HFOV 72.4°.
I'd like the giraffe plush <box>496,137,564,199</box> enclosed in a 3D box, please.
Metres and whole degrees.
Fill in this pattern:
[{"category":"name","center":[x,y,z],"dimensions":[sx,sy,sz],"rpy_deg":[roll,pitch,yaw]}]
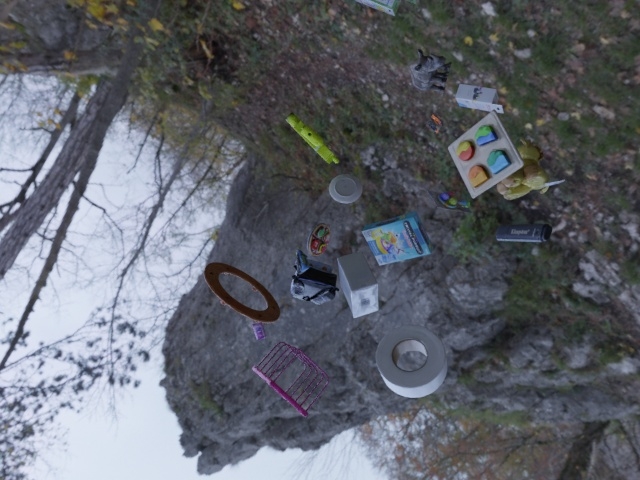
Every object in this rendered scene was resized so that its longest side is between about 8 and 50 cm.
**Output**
[{"category":"giraffe plush","center":[0.711,-0.259,1.518],"dimensions":[0.181,0.210,0.170],"rpy_deg":[69,-166,-69]}]

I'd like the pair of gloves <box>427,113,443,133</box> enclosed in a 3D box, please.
[{"category":"pair of gloves","center":[0.539,-0.547,2.047],"dimensions":[0.074,0.010,0.083],"rpy_deg":[49,161,11]}]

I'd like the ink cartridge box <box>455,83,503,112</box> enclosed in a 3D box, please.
[{"category":"ink cartridge box","center":[0.640,-0.562,1.733],"dimensions":[0.181,0.061,0.104],"rpy_deg":[20,-173,26]}]

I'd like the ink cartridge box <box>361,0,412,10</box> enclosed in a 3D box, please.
[{"category":"ink cartridge box","center":[0.217,-0.819,1.486],"dimensions":[0.209,0.062,0.109],"rpy_deg":[24,-159,4]}]

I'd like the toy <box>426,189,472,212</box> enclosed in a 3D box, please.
[{"category":"toy","center":[0.678,-0.214,2.257],"dimensions":[0.237,0.056,0.137],"rpy_deg":[10,-140,-28]}]

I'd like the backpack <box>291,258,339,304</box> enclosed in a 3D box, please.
[{"category":"backpack","center":[-0.051,0.245,2.540],"dimensions":[0.277,0.263,0.213],"rpy_deg":[21,-130,-9]}]

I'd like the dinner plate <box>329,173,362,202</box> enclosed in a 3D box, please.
[{"category":"dinner plate","center":[0.106,-0.222,1.838],"dimensions":[0.141,0.141,0.017],"rpy_deg":[44,164,18]}]

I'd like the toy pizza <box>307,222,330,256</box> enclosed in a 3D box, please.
[{"category":"toy pizza","center":[0.000,0.000,2.420],"dimensions":[0.032,0.201,0.201],"rpy_deg":[20,-178,35]}]

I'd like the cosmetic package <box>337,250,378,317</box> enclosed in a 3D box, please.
[{"category":"cosmetic package","center":[0.185,0.216,2.160],"dimensions":[0.224,0.138,0.224],"rpy_deg":[81,169,-46]}]

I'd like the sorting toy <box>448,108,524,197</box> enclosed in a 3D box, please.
[{"category":"sorting toy","center":[0.486,-0.256,1.317],"dimensions":[0.038,0.208,0.193],"rpy_deg":[-9,-110,-32]}]

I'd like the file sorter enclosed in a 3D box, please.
[{"category":"file sorter","center":[-0.120,0.554,1.810],"dimensions":[0.202,0.182,0.291],"rpy_deg":[47,161,-13]}]

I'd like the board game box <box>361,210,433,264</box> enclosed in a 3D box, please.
[{"category":"board game box","center":[0.446,-0.007,2.550],"dimensions":[0.253,0.336,0.079],"rpy_deg":[60,-143,-19]}]

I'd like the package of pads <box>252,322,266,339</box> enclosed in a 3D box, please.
[{"category":"package of pads","center":[-0.302,0.446,2.162],"dimensions":[0.032,0.050,0.083],"rpy_deg":[-40,-68,-87]}]

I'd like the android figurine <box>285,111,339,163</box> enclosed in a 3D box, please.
[{"category":"android figurine","center":[-0.026,-0.413,1.796],"dimensions":[0.273,0.056,0.248],"rpy_deg":[43,-171,-5]}]

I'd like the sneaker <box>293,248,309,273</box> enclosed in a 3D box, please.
[{"category":"sneaker","center":[-0.101,0.102,2.112],"dimensions":[0.067,0.078,0.188],"rpy_deg":[40,-168,-22]}]

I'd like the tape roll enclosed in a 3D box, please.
[{"category":"tape roll","center":[0.378,0.494,1.811],"dimensions":[0.286,0.286,0.100],"rpy_deg":[56,173,46]}]

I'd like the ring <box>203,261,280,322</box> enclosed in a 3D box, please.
[{"category":"ring","center":[-0.297,0.200,1.652],"dimensions":[0.337,0.032,0.336],"rpy_deg":[36,-169,-8]}]

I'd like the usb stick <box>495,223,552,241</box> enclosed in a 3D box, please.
[{"category":"usb stick","center":[0.818,-0.031,1.778],"dimensions":[0.045,0.077,0.278],"rpy_deg":[26,175,-15]}]

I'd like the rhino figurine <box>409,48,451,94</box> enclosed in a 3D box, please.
[{"category":"rhino figurine","center":[0.297,-0.463,1.194],"dimensions":[0.106,0.073,0.243],"rpy_deg":[16,-172,11]}]
